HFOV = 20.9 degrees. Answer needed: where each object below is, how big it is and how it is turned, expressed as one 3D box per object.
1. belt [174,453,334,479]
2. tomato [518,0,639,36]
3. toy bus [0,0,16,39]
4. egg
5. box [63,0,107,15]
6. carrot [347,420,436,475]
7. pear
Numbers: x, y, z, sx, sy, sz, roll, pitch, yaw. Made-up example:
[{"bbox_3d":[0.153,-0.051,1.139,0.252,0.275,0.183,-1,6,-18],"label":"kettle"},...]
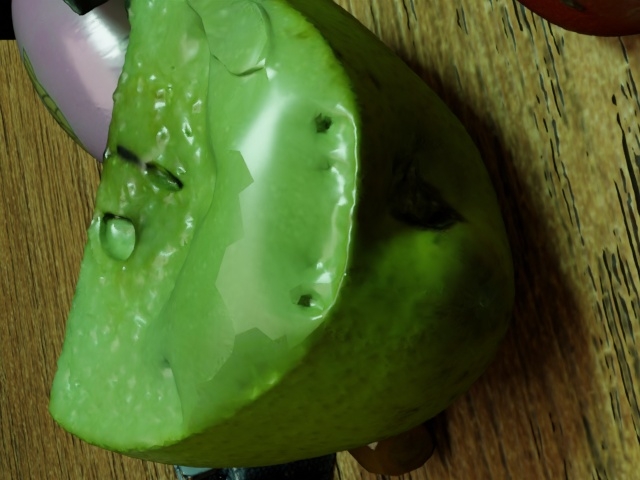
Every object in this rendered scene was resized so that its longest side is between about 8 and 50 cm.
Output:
[{"bbox_3d":[-0.088,0.135,1.453,0.218,0.128,0.122,58,144,38],"label":"belt"},{"bbox_3d":[0.128,-0.228,0.959,0.228,0.101,0.228,18,111,59],"label":"tomato"},{"bbox_3d":[-0.278,-0.351,1.745,0.409,0.093,0.092,122,141,-51],"label":"toy bus"},{"bbox_3d":[-0.143,-0.160,1.413,0.271,0.196,0.196,53,141,44],"label":"egg"},{"bbox_3d":[-0.198,-0.381,1.327,0.345,0.204,0.251,46,160,42],"label":"box"},{"bbox_3d":[0.006,0.095,1.329,0.260,0.070,0.070,41,133,55],"label":"carrot"},{"bbox_3d":[0.000,0.000,1.144,0.318,0.238,0.342,16,95,49],"label":"pear"}]
